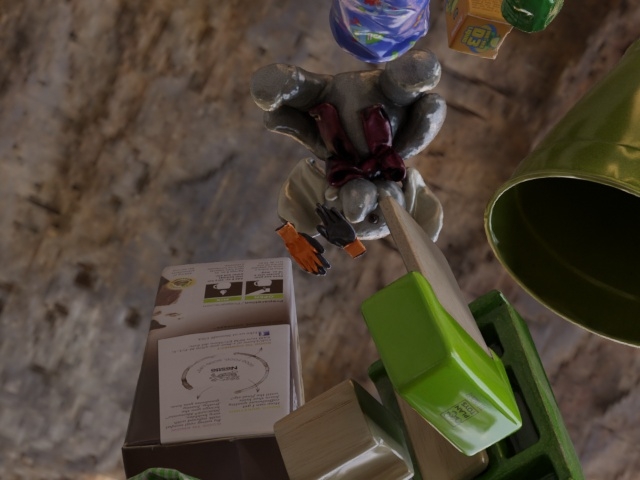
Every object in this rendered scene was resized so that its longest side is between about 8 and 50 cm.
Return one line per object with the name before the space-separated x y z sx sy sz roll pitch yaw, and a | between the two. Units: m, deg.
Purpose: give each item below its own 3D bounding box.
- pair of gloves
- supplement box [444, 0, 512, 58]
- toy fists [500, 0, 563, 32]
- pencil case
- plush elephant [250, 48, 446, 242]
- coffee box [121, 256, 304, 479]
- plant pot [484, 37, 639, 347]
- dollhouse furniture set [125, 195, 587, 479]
pair of gloves | 0.000 0.000 1.469 0.083 0.074 0.010 -30 -162 32
supplement box | 0.225 -0.375 2.012 0.078 0.080 0.233 117 -23 -48
toy fists | 0.319 -0.408 1.838 0.279 0.096 0.142 -52 165 -31
pencil case | 0.083 -0.311 1.642 0.119 0.133 0.306 -61 177 -13
plush elephant | 0.057 -0.114 2.034 0.330 0.271 0.256 34 53 -79
coffee box | -0.072 0.150 1.089 0.297 0.118 0.168 -93 179 -68
plant pot | 0.471 -0.094 1.940 0.353 0.366 0.366 -57 -164 -27
dollhouse furniture set | -0.030 0.126 0.781 0.301 0.197 0.151 -33 -137 14
